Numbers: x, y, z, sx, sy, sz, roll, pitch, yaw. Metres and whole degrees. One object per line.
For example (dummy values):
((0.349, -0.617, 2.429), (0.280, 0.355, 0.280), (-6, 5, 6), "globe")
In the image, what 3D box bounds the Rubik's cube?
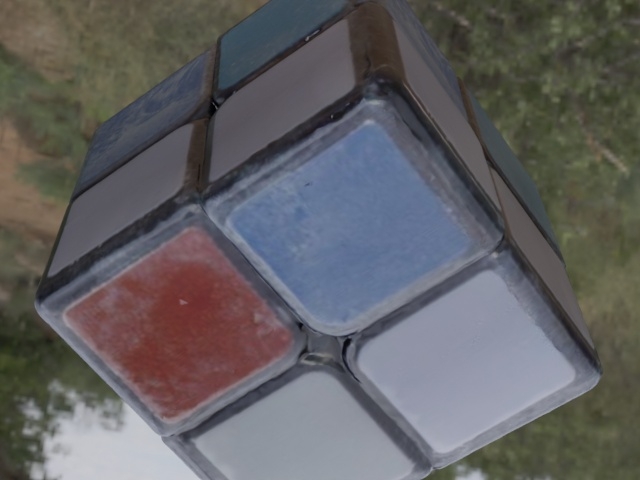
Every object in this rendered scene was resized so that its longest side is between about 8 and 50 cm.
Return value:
((0.000, 0.000, 0.993), (0.313, 0.318, 0.316), (-31, 115, 16), "Rubik's cube")
